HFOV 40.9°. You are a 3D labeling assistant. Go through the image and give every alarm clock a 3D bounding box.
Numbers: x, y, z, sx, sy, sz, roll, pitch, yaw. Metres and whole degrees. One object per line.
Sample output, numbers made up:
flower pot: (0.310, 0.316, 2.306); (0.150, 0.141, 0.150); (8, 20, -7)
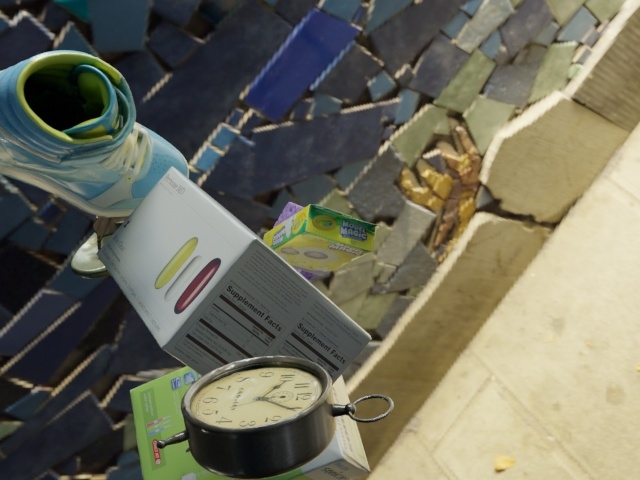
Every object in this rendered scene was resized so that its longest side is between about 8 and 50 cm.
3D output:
alarm clock: (-0.032, 0.151, 0.736); (0.192, 0.129, 0.064); (-7, 108, 12)

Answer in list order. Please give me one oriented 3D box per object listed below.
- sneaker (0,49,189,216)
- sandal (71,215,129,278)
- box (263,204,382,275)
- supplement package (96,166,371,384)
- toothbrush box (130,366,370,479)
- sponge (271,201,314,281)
sneaker: (-0.239, -0.112, 0.976); (0.208, 0.319, 0.127); (-9, 74, 43)
sandal: (-0.417, -0.042, 1.776); (0.120, 0.086, 0.303); (11, 53, 28)
box: (0.000, 0.000, 1.182); (0.179, 0.105, 0.043); (-33, 45, 59)
supplement package: (-0.107, 0.060, 0.987); (0.145, 0.204, 0.262); (-50, 35, -3)
toothbrush box: (-0.102, 0.265, 1.197); (0.283, 0.122, 0.206); (-25, 59, 11)
sponge: (-0.038, 0.001, 1.480); (0.117, 0.031, 0.210); (-59, 25, -3)
